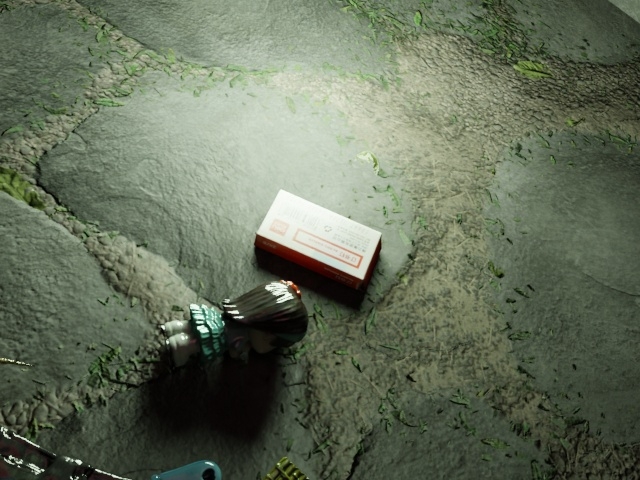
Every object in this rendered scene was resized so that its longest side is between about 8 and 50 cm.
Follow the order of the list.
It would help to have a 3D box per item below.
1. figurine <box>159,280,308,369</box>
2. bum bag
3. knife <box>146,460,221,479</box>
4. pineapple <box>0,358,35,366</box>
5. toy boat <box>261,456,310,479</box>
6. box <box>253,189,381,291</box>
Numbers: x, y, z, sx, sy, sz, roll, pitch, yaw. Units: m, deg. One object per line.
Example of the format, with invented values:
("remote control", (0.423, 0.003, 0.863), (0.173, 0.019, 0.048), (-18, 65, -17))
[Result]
("figurine", (-0.140, 0.135, 1.157), (0.246, 0.110, 0.138), (-12, 42, -14))
("bum bag", (-0.352, 0.367, 0.955), (0.310, 0.074, 0.137), (22, 68, -3))
("knife", (-0.266, 0.371, 1.011), (0.244, 0.032, 0.058), (-9, 70, -14))
("pineapple", (-0.606, 0.186, 0.970), (0.335, 0.161, 0.158), (11, 52, -4))
("toy boat", (-0.072, 0.388, 1.051), (0.063, 0.016, 0.115), (41, 57, 15))
("box", (0.000, 0.000, 1.315), (0.230, 0.050, 0.122), (23, 56, 1))
